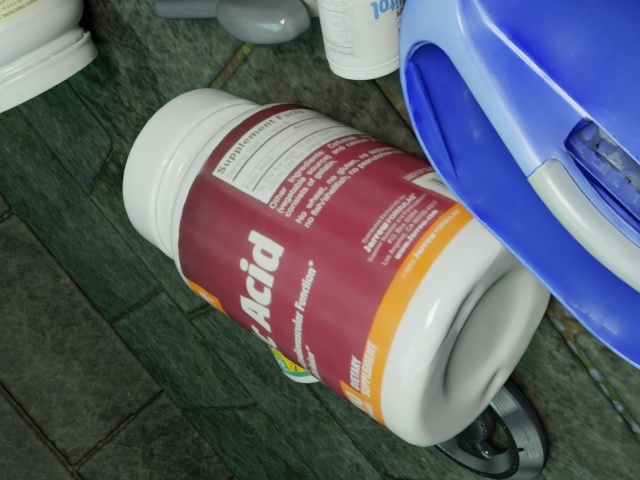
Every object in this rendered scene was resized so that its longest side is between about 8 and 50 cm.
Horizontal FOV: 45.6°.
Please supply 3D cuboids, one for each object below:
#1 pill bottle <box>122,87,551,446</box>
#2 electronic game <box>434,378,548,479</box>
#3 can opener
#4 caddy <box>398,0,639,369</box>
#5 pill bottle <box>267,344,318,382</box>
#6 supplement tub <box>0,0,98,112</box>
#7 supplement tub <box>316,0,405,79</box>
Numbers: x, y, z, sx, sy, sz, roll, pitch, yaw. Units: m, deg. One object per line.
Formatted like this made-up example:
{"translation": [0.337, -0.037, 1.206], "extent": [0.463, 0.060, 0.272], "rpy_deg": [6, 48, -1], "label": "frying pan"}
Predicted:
{"translation": [0.000, 0.000, 0.734], "extent": [0.392, 0.224, 0.224], "rpy_deg": [29, 147, 34], "label": "pill bottle"}
{"translation": [0.174, 0.205, 0.933], "extent": [0.229, 0.048, 0.229], "rpy_deg": [36, 149, 26], "label": "electronic game"}
{"translation": [-0.097, -0.242, 0.726], "extent": [0.280, 0.093, 0.074], "rpy_deg": [23, 144, 49], "label": "can opener"}
{"translation": [0.196, -0.049, 0.429], "extent": [0.341, 0.179, 0.241], "rpy_deg": [46, 152, 7], "label": "caddy"}
{"translation": [-0.039, 0.077, 1.010], "extent": [0.118, 0.118, 0.208], "rpy_deg": [12, 136, 50], "label": "pill bottle"}
{"translation": [-0.451, -0.338, 0.957], "extent": [0.235, 0.235, 0.324], "rpy_deg": [11, 134, 51], "label": "supplement tub"}
{"translation": [0.032, -0.192, 0.608], "extent": [0.071, 0.071, 0.107], "rpy_deg": [28, 147, 35], "label": "supplement tub"}
